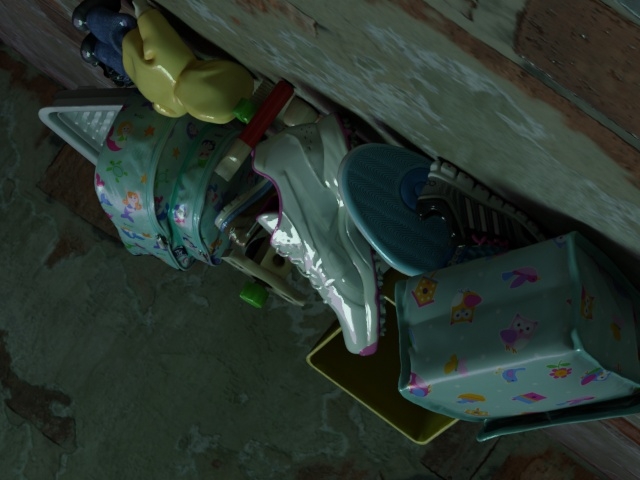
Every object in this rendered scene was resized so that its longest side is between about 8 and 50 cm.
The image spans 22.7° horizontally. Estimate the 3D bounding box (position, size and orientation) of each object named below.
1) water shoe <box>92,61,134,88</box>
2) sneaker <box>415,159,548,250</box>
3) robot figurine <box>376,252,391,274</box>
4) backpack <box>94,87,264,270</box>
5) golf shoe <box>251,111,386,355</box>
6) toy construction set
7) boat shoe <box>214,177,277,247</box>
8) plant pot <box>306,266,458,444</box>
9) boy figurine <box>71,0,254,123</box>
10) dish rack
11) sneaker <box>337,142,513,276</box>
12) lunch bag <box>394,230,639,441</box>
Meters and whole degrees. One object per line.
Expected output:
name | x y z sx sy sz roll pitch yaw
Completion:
water shoe | -0.273 -0.258 2.398 0.073 0.080 0.203 40 174 -33
sneaker | 0.174 -0.013 1.730 0.170 0.075 0.063 35 174 10
robot figurine | 0.150 0.117 2.442 0.278 0.209 0.173 38 -163 -19
backpack | -0.204 -0.094 2.255 0.191 0.225 0.253 14 156 26
golf shoe | 0.000 0.000 1.913 0.115 0.140 0.306 -101 0 -72
toy construction set | -0.039 -0.032 2.033 0.257 0.237 0.309 30 172 47
boat shoe | -0.057 -0.056 2.206 0.066 0.183 0.066 50 169 10
plant pot | 0.145 0.120 2.223 0.212 0.187 0.212 37 138 -7
boy figurine | -0.207 -0.239 2.091 0.285 0.092 0.177 29 145 34
dish rack | -0.246 -0.169 2.514 0.333 0.072 0.285 1 156 31
sneaker | 0.131 0.003 1.875 0.319 0.127 0.208 38 173 -12
lunch bag | 0.234 0.117 1.687 0.223 0.160 0.262 -15 151 30
